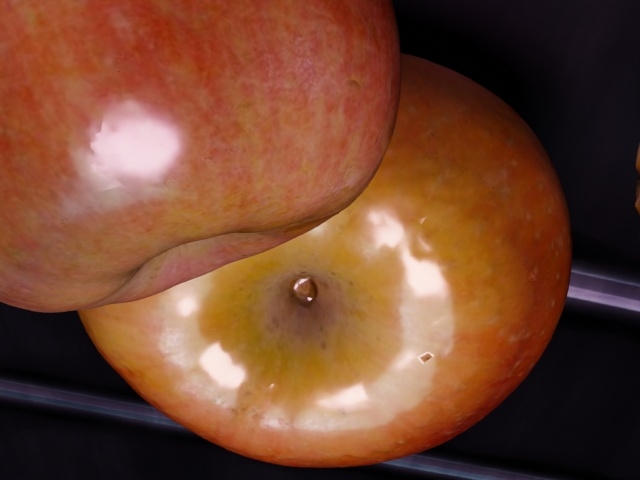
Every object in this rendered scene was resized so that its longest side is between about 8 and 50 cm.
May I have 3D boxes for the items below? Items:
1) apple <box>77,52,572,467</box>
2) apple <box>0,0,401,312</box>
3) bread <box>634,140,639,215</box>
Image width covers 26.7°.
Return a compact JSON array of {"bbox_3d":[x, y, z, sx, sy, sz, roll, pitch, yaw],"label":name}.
[{"bbox_3d":[0.000,0.000,0.658,0.235,0.173,0.210,23,114,-4],"label":"apple"},{"bbox_3d":[-0.070,-0.071,0.481,0.188,0.173,0.188,-24,175,-2],"label":"apple"},{"bbox_3d":[0.267,-0.002,0.531,0.250,0.279,0.225,10,123,-3],"label":"bread"}]
